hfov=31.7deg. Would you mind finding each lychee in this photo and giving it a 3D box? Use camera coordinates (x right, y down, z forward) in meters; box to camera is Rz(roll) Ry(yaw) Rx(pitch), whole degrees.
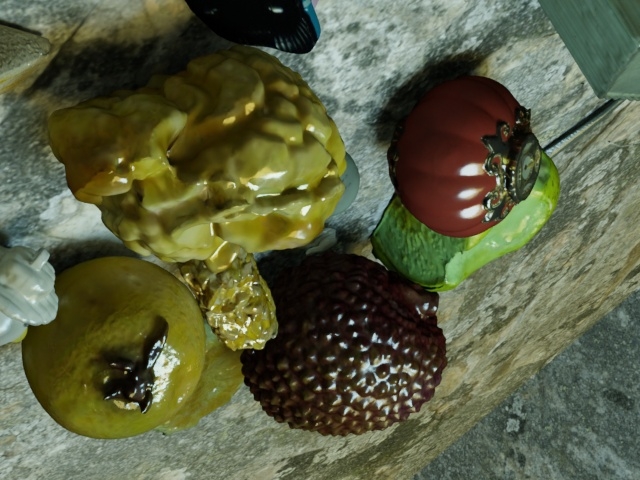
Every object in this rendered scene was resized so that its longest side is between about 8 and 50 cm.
[{"bbox_3d":[0.042,0.165,1.741,0.330,0.306,0.306,-37,157,16],"label":"lychee"}]

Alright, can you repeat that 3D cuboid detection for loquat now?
[{"bbox_3d":[-0.257,0.135,1.413,0.244,0.244,0.244,-28,156,-14],"label":"loquat"}]

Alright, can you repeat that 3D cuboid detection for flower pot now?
[{"bbox_3d":[0.413,-0.313,1.439,0.209,0.189,0.239,-20,163,-22],"label":"flower pot"}]

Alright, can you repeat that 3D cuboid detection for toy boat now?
[{"bbox_3d":[-0.077,-0.286,1.029,0.299,0.134,0.092,59,50,-65],"label":"toy boat"}]

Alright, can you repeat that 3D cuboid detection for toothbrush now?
[{"bbox_3d":[0.471,-0.204,1.970,0.297,0.030,0.030,-36,131,8],"label":"toothbrush"}]

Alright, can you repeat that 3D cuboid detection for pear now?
[{"bbox_3d":[0.261,-0.048,1.822,0.282,0.176,0.286,-21,155,-32],"label":"pear"}]

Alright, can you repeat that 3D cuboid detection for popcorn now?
[{"bbox_3d":[-0.135,-0.086,1.186,0.332,0.225,0.265,-1,163,-40],"label":"popcorn"}]

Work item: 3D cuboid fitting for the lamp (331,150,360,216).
[{"bbox_3d":[0.000,-0.081,1.502,0.105,0.105,0.105,-28,156,-14],"label":"lamp"}]

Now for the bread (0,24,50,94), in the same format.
[{"bbox_3d":[-0.299,-0.138,1.003,0.077,0.105,0.152,-38,156,27],"label":"bread"}]

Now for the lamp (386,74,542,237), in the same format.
[{"bbox_3d":[0.194,-0.118,1.568,0.227,0.227,0.227,-28,156,-14],"label":"lamp"}]

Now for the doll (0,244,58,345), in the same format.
[{"bbox_3d":[-0.411,0.105,1.315,0.293,0.119,0.138,-42,-170,18],"label":"doll"}]

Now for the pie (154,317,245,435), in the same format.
[{"bbox_3d":[-0.204,0.216,1.854,0.306,0.071,0.306,-31,157,-15],"label":"pie"}]

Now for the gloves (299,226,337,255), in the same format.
[{"bbox_3d":[-0.001,0.001,1.731,0.081,0.044,0.037,2,155,-20],"label":"gloves"}]

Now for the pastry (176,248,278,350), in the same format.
[{"bbox_3d":[-0.131,0.059,1.556,0.102,0.154,0.250,-29,150,-6],"label":"pastry"}]
